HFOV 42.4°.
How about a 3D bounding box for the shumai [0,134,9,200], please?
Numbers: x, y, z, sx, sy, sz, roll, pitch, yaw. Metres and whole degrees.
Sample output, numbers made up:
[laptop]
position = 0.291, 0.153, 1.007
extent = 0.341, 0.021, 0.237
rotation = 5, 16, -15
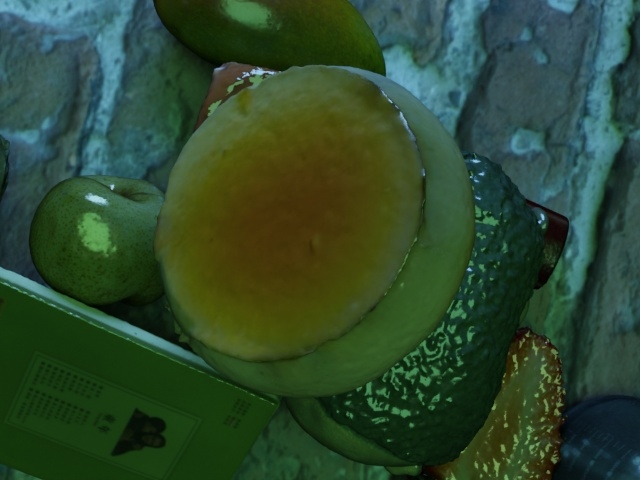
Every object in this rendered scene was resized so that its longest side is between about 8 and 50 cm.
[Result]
[shumai]
position = -0.434, -0.033, 0.842
extent = 0.189, 0.218, 0.256
rotation = 14, 90, -15

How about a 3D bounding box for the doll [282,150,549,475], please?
[doll]
position = 0.111, 0.076, 0.896
extent = 0.247, 0.247, 0.350
rotation = 27, 89, -8

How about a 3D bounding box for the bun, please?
[bun]
position = 0.000, 0.000, 0.746
extent = 0.298, 0.164, 0.299
rotation = -12, 64, 27

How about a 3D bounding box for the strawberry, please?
[strawberry]
position = 0.195, 0.244, 0.998
extent = 0.188, 0.106, 0.286
rotation = 33, 70, -6

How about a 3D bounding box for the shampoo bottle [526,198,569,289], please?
[shampoo bottle]
position = 0.171, -0.033, 1.015
extent = 0.260, 0.064, 0.102
rotation = 22, 88, -9

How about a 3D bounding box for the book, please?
[book]
position = -0.251, 0.185, 0.900
extent = 0.352, 0.035, 0.239
rotation = 26, 115, -13

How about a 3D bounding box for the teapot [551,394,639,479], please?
[teapot]
position = 0.357, 0.335, 0.955
extent = 0.321, 0.239, 0.240
rotation = -28, 93, -8

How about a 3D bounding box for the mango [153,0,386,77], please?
[mango]
position = -0.050, -0.251, 0.952
extent = 0.289, 0.129, 0.146
rotation = 16, 55, -20

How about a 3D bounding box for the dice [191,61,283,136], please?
[dice]
position = -0.060, -0.091, 0.924
extent = 0.173, 0.179, 0.175
rotation = 16, 91, -9

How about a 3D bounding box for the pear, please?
[pear]
position = -0.232, 0.000, 0.897
extent = 0.167, 0.167, 0.137
rotation = 20, 108, -9
